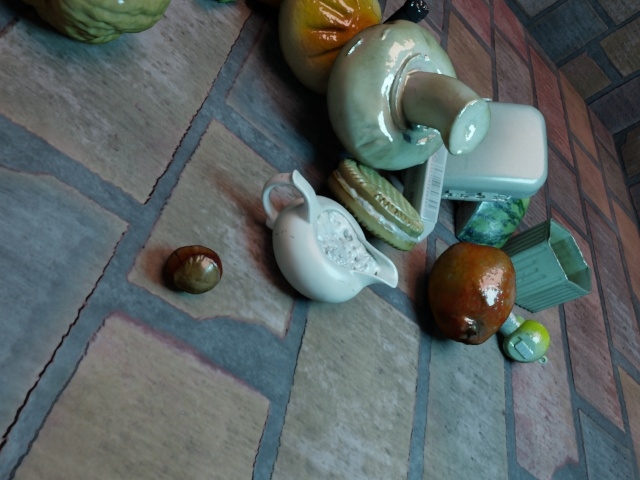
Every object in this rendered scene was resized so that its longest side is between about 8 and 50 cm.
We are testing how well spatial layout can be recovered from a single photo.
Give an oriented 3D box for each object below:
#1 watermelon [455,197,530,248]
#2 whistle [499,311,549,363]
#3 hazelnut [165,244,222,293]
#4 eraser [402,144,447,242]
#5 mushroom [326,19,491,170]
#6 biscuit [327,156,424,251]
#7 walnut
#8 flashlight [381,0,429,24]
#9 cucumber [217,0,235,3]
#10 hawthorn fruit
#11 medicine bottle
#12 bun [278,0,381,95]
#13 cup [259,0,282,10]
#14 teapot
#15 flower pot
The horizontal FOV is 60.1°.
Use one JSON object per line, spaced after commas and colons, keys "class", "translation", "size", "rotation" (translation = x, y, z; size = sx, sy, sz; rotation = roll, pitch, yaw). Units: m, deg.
{"class": "watermelon", "translation": [0.474, -0.099, 1.619], "size": [0.212, 0.201, 0.262], "rotation": [30, 88, -31]}
{"class": "whistle", "translation": [0.515, 0.232, 1.458], "size": [0.223, 0.123, 0.122], "rotation": [50, 37, 15]}
{"class": "hazelnut", "translation": [-0.192, 0.041, 0.851], "size": [0.086, 0.086, 0.086], "rotation": [26, 49, -34]}
{"class": "eraser", "translation": [0.251, -0.156, 1.327], "size": [0.061, 0.089, 0.352], "rotation": [14, 80, -27]}
{"class": "mushroom", "translation": [0.177, -0.281, 1.190], "size": [0.315, 0.315, 0.356], "rotation": [-18, 70, -50]}
{"class": "biscuit", "translation": [0.122, -0.082, 1.197], "size": [0.259, 0.079, 0.259], "rotation": [37, 17, -13]}
{"class": "walnut", "translation": [-0.350, -0.435, 0.876], "size": [0.224, 0.257, 0.257], "rotation": [24, 41, 8]}
{"class": "flashlight", "translation": [0.197, -0.582, 1.537], "size": [0.092, 0.231, 0.093], "rotation": [25, 51, -36]}
{"class": "cucumber", "translation": [-0.281, -0.657, 1.188], "size": [0.145, 0.105, 0.325], "rotation": [-45, 102, -23]}
{"class": "hawthorn fruit", "translation": [0.335, 0.132, 1.243], "size": [0.210, 0.210, 0.262], "rotation": [46, 38, -16]}
{"class": "medicine bottle", "translation": [0.400, -0.243, 1.453], "size": [0.374, 0.123, 0.283], "rotation": [3, 73, 2]}
{"class": "bun", "translation": [0.051, -0.482, 1.281], "size": [0.298, 0.164, 0.299], "rotation": [-22, 121, -42]}
{"class": "cup", "translation": [-0.069, -0.643, 1.371], "size": [0.263, 0.182, 0.226], "rotation": [19, 22, -47]}
{"class": "teapot", "translation": [0.000, 0.000, 1.022], "size": [0.300, 0.165, 0.208], "rotation": [49, 51, -28]}
{"class": "flower pot", "translation": [0.656, 0.078, 1.634], "size": [0.209, 0.189, 0.240], "rotation": [-13, 74, -49]}
